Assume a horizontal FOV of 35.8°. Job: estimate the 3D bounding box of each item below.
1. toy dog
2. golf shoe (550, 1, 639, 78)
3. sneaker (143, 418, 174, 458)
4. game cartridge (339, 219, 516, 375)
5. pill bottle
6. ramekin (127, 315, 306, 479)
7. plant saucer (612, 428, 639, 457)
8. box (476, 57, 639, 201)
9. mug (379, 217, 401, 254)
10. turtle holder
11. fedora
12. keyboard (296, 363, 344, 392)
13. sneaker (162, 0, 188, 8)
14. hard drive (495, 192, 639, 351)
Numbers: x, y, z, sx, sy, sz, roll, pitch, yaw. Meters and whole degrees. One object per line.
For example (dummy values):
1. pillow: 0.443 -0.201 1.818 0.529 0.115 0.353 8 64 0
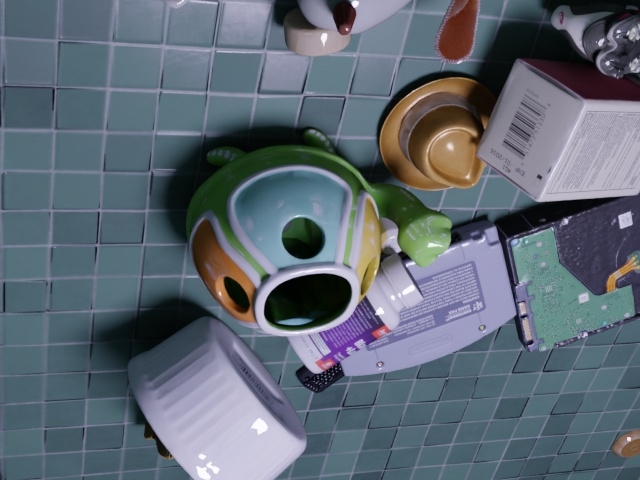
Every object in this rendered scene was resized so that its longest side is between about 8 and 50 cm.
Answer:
1. toy dog: 0.109 -0.300 1.144 0.334 0.161 0.220 -26 133 4
2. golf shoe: 0.420 -0.276 1.320 0.273 0.120 0.105 -2 123 -47
3. sneaker: -0.217 0.295 1.543 0.084 0.185 0.069 5 93 -23
4. game cartridge: 0.152 0.100 1.547 0.294 0.060 0.196 -19 116 -2
5. pill bottle: 0.048 0.101 1.431 0.193 0.108 0.108 -32 132 8
6. ramekin: -0.142 0.242 1.450 0.135 0.277 0.277 -39 131 3
7. plant saucer: 0.642 0.422 2.038 0.083 0.015 0.083 -10 132 -11
8. box: 0.347 -0.149 1.325 0.232 0.127 0.148 -5 126 -41
9. mug: 0.092 -0.009 1.451 0.078 0.064 0.062 -35 132 12
10. turtle holder: -0.013 0.013 1.323 0.320 0.227 0.243 14 123 -28
11. fedora: 0.178 -0.130 1.367 0.194 0.079 0.194 -10 132 -11
12. keyboard: 0.044 0.188 1.621 0.192 0.038 0.100 -39 130 14
13. sneaker: -0.193 -0.342 1.035 0.090 0.115 0.232 -33 132 10
14. hard drive: 0.461 0.026 1.575 0.339 0.064 0.237 -20 119 -3
